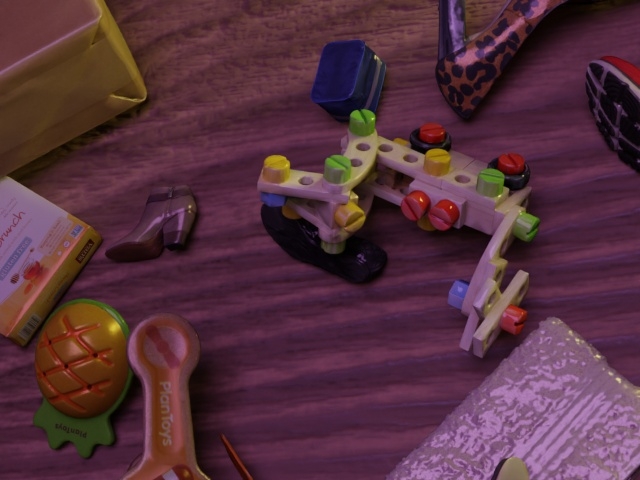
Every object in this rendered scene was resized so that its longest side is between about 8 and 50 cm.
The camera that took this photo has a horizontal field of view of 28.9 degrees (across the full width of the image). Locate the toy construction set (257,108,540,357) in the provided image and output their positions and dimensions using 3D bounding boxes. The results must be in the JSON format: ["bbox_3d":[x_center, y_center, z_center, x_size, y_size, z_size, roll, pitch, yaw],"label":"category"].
[{"bbox_3d":[0.110,-0.028,1.366,0.327,0.151,0.215,36,45,16],"label":"toy construction set"}]

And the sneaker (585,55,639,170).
[{"bbox_3d":[0.417,-0.122,1.369,0.118,0.107,0.279,-39,63,-23],"label":"sneaker"}]

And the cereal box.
[{"bbox_3d":[-0.420,0.007,1.587,0.240,0.047,0.173,28,76,26],"label":"cereal box"}]

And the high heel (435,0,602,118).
[{"bbox_3d":[0.267,-0.239,1.480,0.261,0.093,0.186,-1,89,4],"label":"high heel"}]

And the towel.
[{"bbox_3d":[0.213,0.228,1.291,0.282,0.049,0.187,-45,63,-5],"label":"towel"}]

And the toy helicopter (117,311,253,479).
[{"bbox_3d":[-0.145,0.252,1.338,0.234,0.140,0.355,-3,77,-8],"label":"toy helicopter"}]

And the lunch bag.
[{"bbox_3d":[0.037,-0.197,1.524,0.067,0.065,0.098,3,69,35],"label":"lunch bag"}]

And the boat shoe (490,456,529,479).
[{"bbox_3d":[0.173,0.281,1.230,0.043,0.049,0.137,-15,58,58],"label":"boat shoe"}]

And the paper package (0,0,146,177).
[{"bbox_3d":[-0.432,-0.268,1.620,0.309,0.168,0.325,-30,58,-4],"label":"paper package"}]

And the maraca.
[{"bbox_3d":[-0.279,0.160,1.453,0.127,0.099,0.186,12,96,18],"label":"maraca"}]

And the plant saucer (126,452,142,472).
[{"bbox_3d":[-0.189,0.274,1.416,0.083,0.015,0.083,-7,65,15],"label":"plant saucer"}]

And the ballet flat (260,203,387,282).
[{"bbox_3d":[0.000,0.000,1.467,0.173,0.058,0.049,30,39,25],"label":"ballet flat"}]

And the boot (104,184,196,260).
[{"bbox_3d":[-0.209,-0.024,1.543,0.118,0.042,0.087,-8,59,13],"label":"boot"}]
